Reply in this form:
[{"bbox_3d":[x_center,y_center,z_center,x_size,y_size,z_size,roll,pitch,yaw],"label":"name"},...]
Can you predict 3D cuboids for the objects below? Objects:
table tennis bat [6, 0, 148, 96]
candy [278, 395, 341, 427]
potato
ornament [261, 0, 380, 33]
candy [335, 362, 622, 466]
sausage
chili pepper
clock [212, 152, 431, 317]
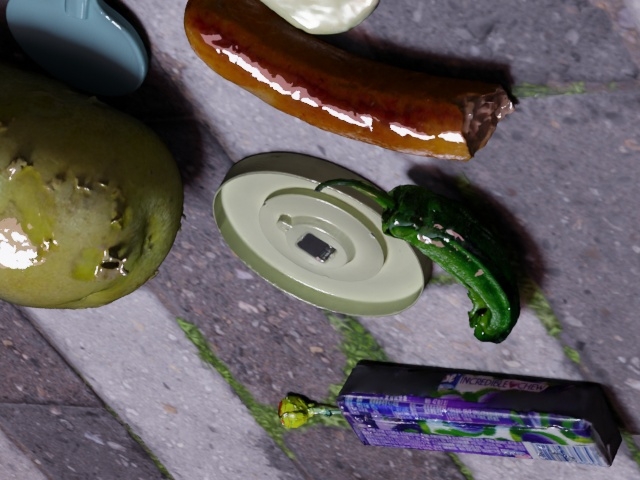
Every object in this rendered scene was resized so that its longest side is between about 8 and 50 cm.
[{"bbox_3d":[-0.227,-0.212,1.848,0.149,0.038,0.237,26,153,5],"label":"table tennis bat"},{"bbox_3d":[0.006,0.199,2.272,0.123,0.035,0.035,0,143,25],"label":"candy"},{"bbox_3d":[-0.317,-0.066,1.937,0.359,0.219,0.270,26,180,12],"label":"potato"},{"bbox_3d":[0.002,-0.262,1.585,0.180,0.059,0.201,39,144,-16],"label":"ornament"},{"bbox_3d":[0.166,0.186,2.097,0.312,0.061,0.088,2,139,34],"label":"candy"},{"bbox_3d":[0.019,-0.140,1.725,0.302,0.076,0.103,20,140,10],"label":"sausage"},{"bbox_3d":[0.123,0.011,1.872,0.122,0.065,0.279,-11,135,37],"label":"chili pepper"},{"bbox_3d":[0.000,0.000,1.984,0.235,0.029,0.235,20,148,13],"label":"clock"}]
